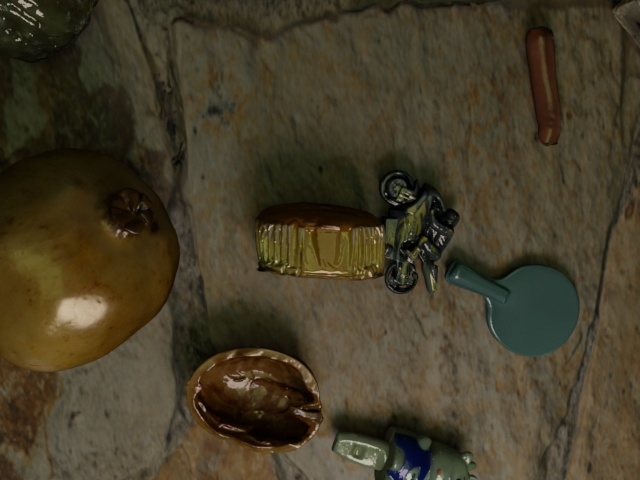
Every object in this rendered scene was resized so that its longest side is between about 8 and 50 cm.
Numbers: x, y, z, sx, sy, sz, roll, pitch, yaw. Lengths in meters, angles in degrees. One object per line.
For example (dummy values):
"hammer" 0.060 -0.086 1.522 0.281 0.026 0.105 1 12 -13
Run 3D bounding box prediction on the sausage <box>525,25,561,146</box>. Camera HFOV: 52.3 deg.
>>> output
"sausage" 0.335 -0.230 0.975 0.040 0.047 0.177 -7 99 14

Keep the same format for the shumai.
"shumai" -0.402 -0.366 0.829 0.188 0.218 0.256 -3 99 6

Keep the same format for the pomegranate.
"pomegranate" -0.332 0.030 0.860 0.306 0.307 0.308 -1 99 -3

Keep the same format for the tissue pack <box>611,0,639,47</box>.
"tissue pack" 0.554 -0.353 0.947 0.196 0.092 0.148 -41 98 4

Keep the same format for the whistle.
"whistle" 0.137 0.353 1.031 0.244 0.092 0.110 19 108 -7

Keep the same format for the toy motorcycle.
"toy motorcycle" 0.152 -0.013 0.992 0.124 0.061 0.194 -5 97 -5

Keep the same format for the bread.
"bread" 0.000 0.000 0.948 0.190 0.132 0.114 -1 97 -6

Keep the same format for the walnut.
"walnut" -0.096 0.228 0.999 0.211 0.087 0.167 18 104 -4

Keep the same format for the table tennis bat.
"table tennis bat" 0.302 0.094 1.031 0.237 0.038 0.149 25 98 -11
